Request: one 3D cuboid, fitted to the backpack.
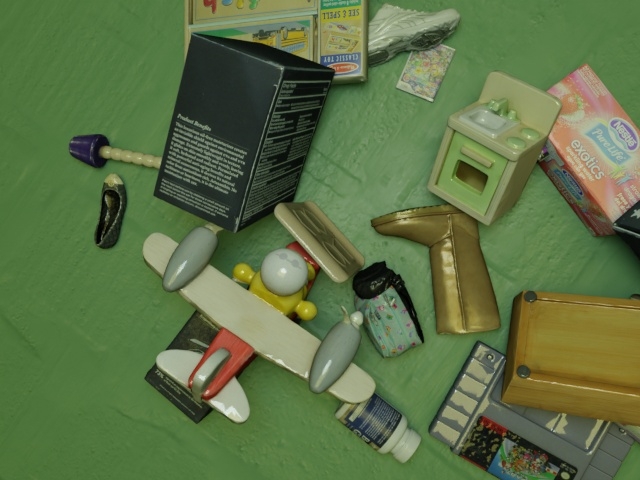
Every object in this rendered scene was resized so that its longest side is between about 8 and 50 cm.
[{"bbox_3d":[0.136,0.146,1.157,0.115,0.152,0.182,-25,100,4],"label":"backpack"}]

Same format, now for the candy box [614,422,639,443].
[{"bbox_3d":[0.641,0.283,1.094,0.165,0.070,0.196,40,76,6],"label":"candy box"}]

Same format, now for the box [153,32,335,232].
[{"bbox_3d":[-0.133,-0.210,1.059,0.183,0.296,0.294,24,111,10],"label":"box"}]

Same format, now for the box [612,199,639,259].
[{"bbox_3d":[0.856,0.007,0.918,0.480,0.297,0.472,-43,103,3],"label":"box"}]

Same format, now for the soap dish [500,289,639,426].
[{"bbox_3d":[0.494,0.207,1.043,0.291,0.118,0.229,4,57,25],"label":"soap dish"}]

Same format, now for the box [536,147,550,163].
[{"bbox_3d":[0.388,-0.220,1.140,0.029,0.116,0.162,-36,85,3],"label":"box"}]

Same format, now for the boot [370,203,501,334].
[{"bbox_3d":[0.237,0.063,1.167,0.236,0.089,0.269,-8,89,7],"label":"boot"}]

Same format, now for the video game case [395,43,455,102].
[{"bbox_3d":[0.226,-0.369,1.215,0.087,0.011,0.122,24,92,7],"label":"video game case"}]

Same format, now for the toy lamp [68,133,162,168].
[{"bbox_3d":[-0.423,-0.185,1.257,0.275,0.080,0.080,12,90,8],"label":"toy lamp"}]

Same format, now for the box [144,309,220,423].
[{"bbox_3d":[-0.243,0.255,1.210,0.153,0.108,0.207,39,93,6],"label":"box"}]

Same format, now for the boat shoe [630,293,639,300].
[{"bbox_3d":[0.702,0.168,1.122,0.190,0.068,0.072,22,103,7],"label":"boat shoe"}]

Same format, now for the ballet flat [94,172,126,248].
[{"bbox_3d":[-0.474,-0.066,1.274,0.058,0.049,0.173,5,89,6],"label":"ballet flat"}]

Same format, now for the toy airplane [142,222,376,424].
[{"bbox_3d":[-0.114,0.128,1.034,0.386,0.272,0.384,4,45,-28],"label":"toy airplane"}]

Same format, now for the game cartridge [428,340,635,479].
[{"bbox_3d":[0.427,0.391,1.152,0.355,0.068,0.230,28,88,7],"label":"game cartridge"}]

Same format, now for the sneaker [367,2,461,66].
[{"bbox_3d":[0.172,-0.454,1.181,0.232,0.090,0.115,-13,79,13],"label":"sneaker"}]

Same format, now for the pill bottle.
[{"bbox_3d":[0.120,0.379,1.170,0.169,0.094,0.094,37,93,7],"label":"pill bottle"}]

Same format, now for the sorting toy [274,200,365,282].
[{"bbox_3d":[0.000,0.000,1.140,0.038,0.208,0.193,-44,84,17],"label":"sorting toy"}]

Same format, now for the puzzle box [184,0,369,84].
[{"bbox_3d":[-0.100,-0.460,1.196,0.409,0.052,0.272,0,92,17],"label":"puzzle box"}]

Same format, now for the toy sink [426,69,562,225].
[{"bbox_3d":[0.319,-0.173,1.063,0.153,0.131,0.234,37,137,25],"label":"toy sink"}]

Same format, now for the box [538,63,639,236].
[{"bbox_3d":[0.528,-0.168,1.104,0.142,0.154,0.300,-35,84,5],"label":"box"}]
